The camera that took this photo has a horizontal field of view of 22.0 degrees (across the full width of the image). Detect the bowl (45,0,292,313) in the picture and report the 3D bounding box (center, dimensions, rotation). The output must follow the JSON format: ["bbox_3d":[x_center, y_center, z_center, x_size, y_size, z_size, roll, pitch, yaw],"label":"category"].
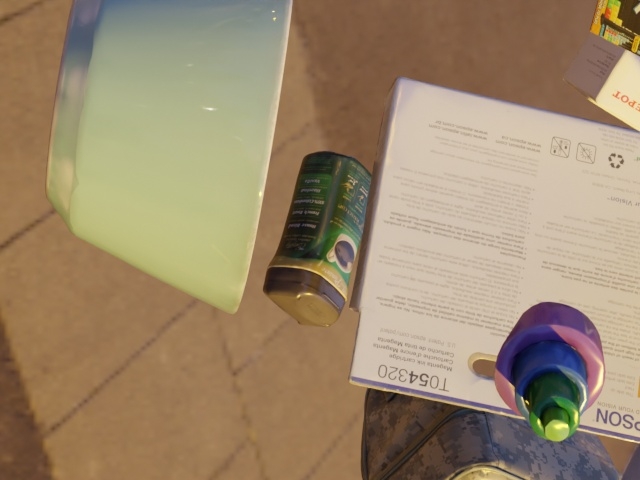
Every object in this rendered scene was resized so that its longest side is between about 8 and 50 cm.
[{"bbox_3d":[-0.123,-0.106,1.298,0.311,0.163,0.311,-171,-90,-83],"label":"bowl"}]

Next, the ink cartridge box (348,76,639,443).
[{"bbox_3d":[0.201,0.024,1.654,0.071,0.324,0.330,122,-20,-71],"label":"ink cartridge box"}]

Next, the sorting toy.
[{"bbox_3d":[0.279,0.119,0.935,0.126,0.365,0.127,-77,179,-67],"label":"sorting toy"}]

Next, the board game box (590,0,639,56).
[{"bbox_3d":[0.394,-0.284,1.878,0.048,0.141,0.170,-39,150,-37],"label":"board game box"}]

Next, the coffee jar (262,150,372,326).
[{"bbox_3d":[0.000,0.000,1.832,0.096,0.079,0.184,45,55,-49],"label":"coffee jar"}]

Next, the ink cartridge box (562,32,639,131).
[{"bbox_3d":[0.488,-0.269,2.321,0.171,0.168,0.232,29,100,-16],"label":"ink cartridge box"}]

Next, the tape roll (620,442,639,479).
[{"bbox_3d":[0.256,0.247,1.201,0.219,0.072,0.219,-40,137,-52],"label":"tape roll"}]

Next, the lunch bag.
[{"bbox_3d":[0.204,0.276,1.976,0.305,0.212,0.256,24,33,-29],"label":"lunch bag"}]
